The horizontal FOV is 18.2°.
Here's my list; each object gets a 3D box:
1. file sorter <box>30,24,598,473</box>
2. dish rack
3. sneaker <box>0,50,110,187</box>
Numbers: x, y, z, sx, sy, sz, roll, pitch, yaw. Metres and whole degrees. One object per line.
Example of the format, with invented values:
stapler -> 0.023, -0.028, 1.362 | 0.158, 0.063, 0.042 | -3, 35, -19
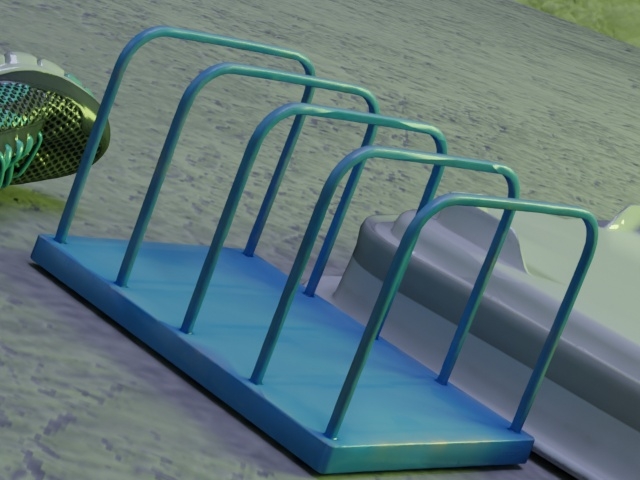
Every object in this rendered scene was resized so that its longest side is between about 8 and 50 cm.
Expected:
file sorter -> 0.000, 0.000, 0.747 | 0.170, 0.104, 0.118 | 32, 17, 38
dish rack -> 0.185, 0.061, 0.860 | 0.332, 0.072, 0.285 | 29, 17, 34
sneaker -> -0.145, -0.034, 0.791 | 0.166, 0.065, 0.076 | 1, 40, -46
